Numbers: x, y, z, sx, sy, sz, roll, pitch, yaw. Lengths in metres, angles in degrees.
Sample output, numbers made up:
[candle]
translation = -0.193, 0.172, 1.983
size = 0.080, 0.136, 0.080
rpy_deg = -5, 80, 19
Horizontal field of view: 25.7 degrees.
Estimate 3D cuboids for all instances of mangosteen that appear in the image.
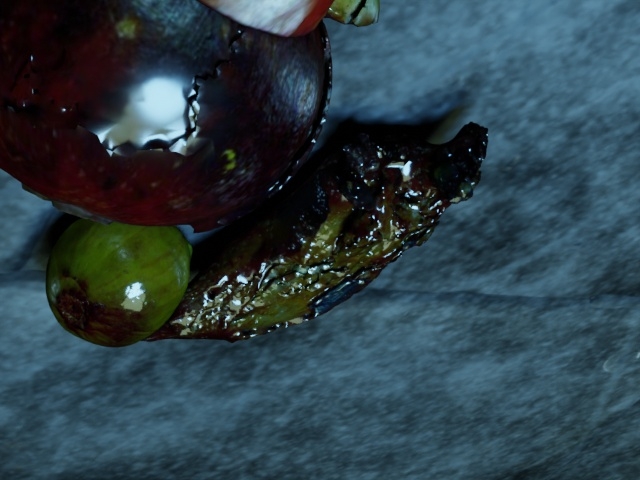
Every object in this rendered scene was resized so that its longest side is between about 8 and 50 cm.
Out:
[mangosteen]
translation = -0.062, -0.092, 0.571
size = 0.166, 0.166, 0.180
rpy_deg = 20, 107, -46

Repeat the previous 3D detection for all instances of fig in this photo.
[fig]
translation = -0.106, 0.014, 0.794
size = 0.098, 0.082, 0.084
rpy_deg = -41, 146, -39

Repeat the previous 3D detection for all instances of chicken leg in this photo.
[chicken leg]
translation = 0.000, 0.000, 0.824
size = 0.234, 0.063, 0.105
rpy_deg = -37, 144, 29

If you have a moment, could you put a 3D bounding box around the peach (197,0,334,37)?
[peach]
translation = -0.052, -0.178, 0.395
size = 0.068, 0.189, 0.279
rpy_deg = -26, 142, 16
